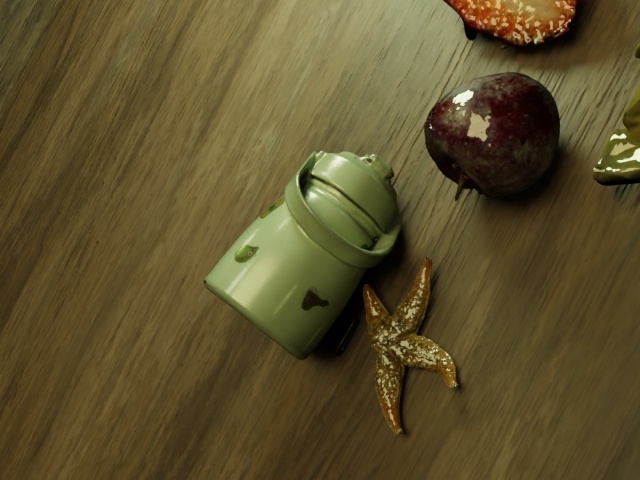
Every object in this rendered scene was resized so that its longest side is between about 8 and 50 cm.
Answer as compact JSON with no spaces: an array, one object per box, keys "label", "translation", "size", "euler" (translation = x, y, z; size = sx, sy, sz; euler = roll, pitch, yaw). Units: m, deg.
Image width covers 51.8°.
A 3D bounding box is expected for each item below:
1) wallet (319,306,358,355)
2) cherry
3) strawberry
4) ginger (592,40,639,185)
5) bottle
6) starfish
[{"label":"wallet","translation":[-0.003,0.132,1.143],"size":[0.157,0.018,0.082],"euler":[26,85,42]},{"label":"cherry","translation":[0.253,-0.157,0.965],"size":[0.195,0.195,0.195],"euler":[-17,61,33]},{"label":"strawberry","translation":[0.316,-0.441,1.094],"size":[0.233,0.138,0.306],"euler":[-38,75,44]},{"label":"ginger","translation":[0.467,-0.161,0.708],"size":[0.358,0.211,0.413],"euler":[-41,48,20]},{"label":"bottle","translation":[0.000,0.000,1.068],"size":[0.351,0.229,0.229],"euler":[-50,47,-8]},{"label":"starfish","translation":[0.137,0.160,1.003],"size":[0.138,0.050,0.247],"euler":[-24,64,28]}]
